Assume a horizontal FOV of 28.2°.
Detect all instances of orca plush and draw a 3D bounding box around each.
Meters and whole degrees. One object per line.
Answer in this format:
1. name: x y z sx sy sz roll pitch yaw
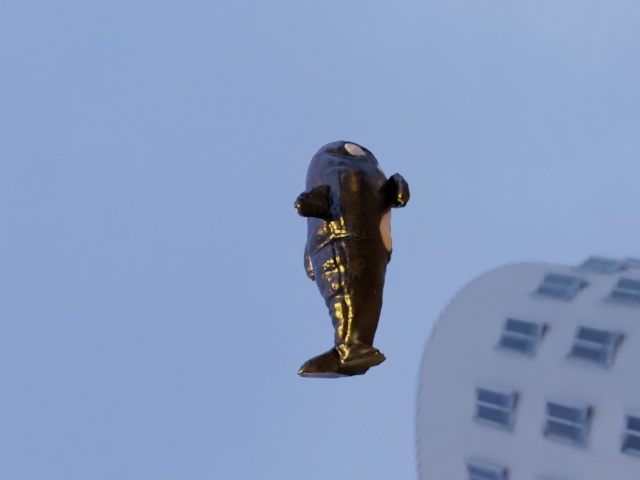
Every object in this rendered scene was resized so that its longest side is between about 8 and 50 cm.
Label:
1. orca plush: 0.000 0.000 1.272 0.102 0.151 0.287 30 -124 -30
